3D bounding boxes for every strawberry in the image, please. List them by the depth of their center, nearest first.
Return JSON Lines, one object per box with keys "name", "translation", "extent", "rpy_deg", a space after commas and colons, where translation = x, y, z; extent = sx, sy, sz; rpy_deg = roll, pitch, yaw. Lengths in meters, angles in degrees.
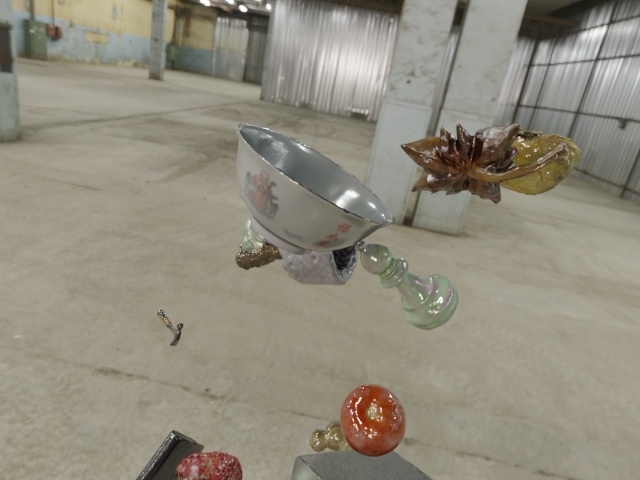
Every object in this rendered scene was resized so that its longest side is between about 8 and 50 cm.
{"name": "strawberry", "translation": [-0.282, 0.641, 1.177], "extent": [0.187, 0.184, 0.201], "rpy_deg": [48, 26, 21]}

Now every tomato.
{"name": "tomato", "translation": [0.163, 0.557, 1.394], "extent": [0.208, 0.184, 0.208], "rpy_deg": [-5, 56, 8]}

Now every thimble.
{"name": "thimble", "translation": [0.000, 0.000, 1.218], "extent": [0.157, 0.245, 0.217], "rpy_deg": [-2, -24, 26]}

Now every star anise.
{"name": "star anise", "translation": [0.360, -0.178, 1.067], "extent": [0.350, 0.109, 0.292], "rpy_deg": [10, -19, 6]}

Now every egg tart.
{"name": "egg tart", "translation": [0.538, -0.191, 1.163], "extent": [0.252, 0.098, 0.232], "rpy_deg": [25, -26, -29]}

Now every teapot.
{"name": "teapot", "translation": [-0.188, -0.012, 1.963], "extent": [0.318, 0.219, 0.149], "rpy_deg": [14, -20, 1]}

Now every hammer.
{"name": "hammer", "translation": [-0.477, 0.267, 1.407], "extent": [0.021, 0.078, 0.201], "rpy_deg": [14, 4, -37]}

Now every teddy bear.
{"name": "teddy bear", "translation": [-0.149, 0.003, 1.452], "extent": [0.129, 0.251, 0.182], "rpy_deg": [34, 2, 11]}

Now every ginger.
{"name": "ginger", "translation": [0.105, 0.889, 1.967], "extent": [0.304, 0.155, 0.245], "rpy_deg": [-1, 1, 40]}

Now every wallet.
{"name": "wallet", "translation": [-0.491, 0.737, 1.245], "extent": [0.062, 0.228, 0.406], "rpy_deg": [25, 64, 19]}

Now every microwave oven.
{"name": "microwave oven", "translation": [0.141, 0.877, 1.485], "extent": [0.432, 0.236, 0.374], "rpy_deg": [14, -1, -36]}

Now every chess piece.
{"name": "chess piece", "translation": [0.179, 0.082, 1.019], "extent": [0.272, 0.139, 0.139], "rpy_deg": [39, 9, -22]}

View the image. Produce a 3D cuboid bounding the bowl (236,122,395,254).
{"name": "bowl", "translation": [-0.041, -0.074, 0.878], "extent": [0.346, 0.157, 0.345], "rpy_deg": [30, 18, -11]}
